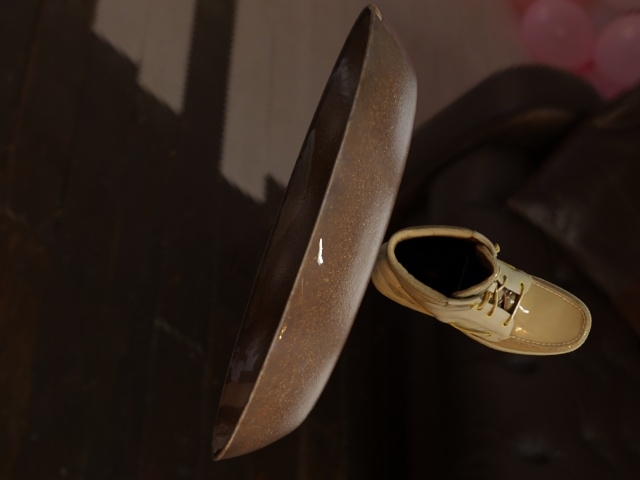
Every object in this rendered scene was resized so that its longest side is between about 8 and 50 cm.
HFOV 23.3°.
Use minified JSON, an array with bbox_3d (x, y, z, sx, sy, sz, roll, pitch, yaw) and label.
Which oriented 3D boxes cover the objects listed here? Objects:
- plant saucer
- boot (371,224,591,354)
[{"bbox_3d":[0.000,0.000,1.007,0.050,0.311,0.311,18,36,-5],"label":"plant saucer"},{"bbox_3d":[0.186,0.054,1.701,0.262,0.095,0.203,22,-8,0],"label":"boot"}]
